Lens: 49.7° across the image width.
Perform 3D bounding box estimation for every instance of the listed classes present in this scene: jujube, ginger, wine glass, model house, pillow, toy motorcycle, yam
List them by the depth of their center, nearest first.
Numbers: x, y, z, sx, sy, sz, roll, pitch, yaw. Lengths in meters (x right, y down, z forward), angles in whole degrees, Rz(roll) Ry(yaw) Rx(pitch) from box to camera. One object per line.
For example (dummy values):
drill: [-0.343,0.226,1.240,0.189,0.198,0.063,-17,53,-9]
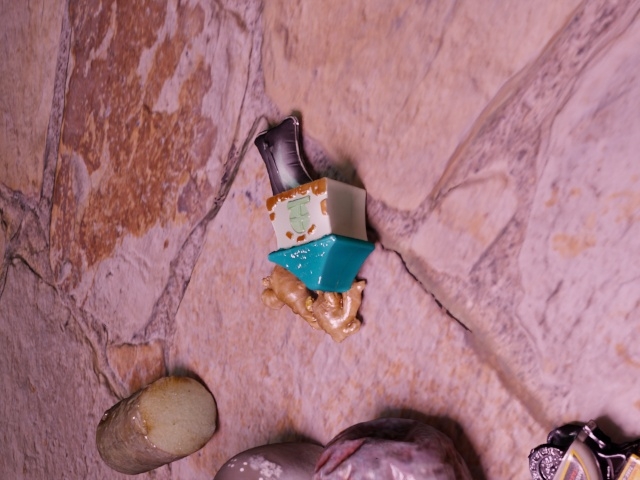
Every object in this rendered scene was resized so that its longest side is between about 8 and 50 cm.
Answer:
toy motorcycle: [0.301,0.329,0.806,0.157,0.091,0.263,29,118,33]
jujube: [0.110,0.400,0.912,0.226,0.226,0.317,-20,81,44]
model house: [0.000,0.000,0.993,0.127,0.100,0.149,-17,74,37]
wine glass: [-0.107,0.447,1.056,0.238,0.323,0.238,10,104,44]
pillow: [-0.054,-0.120,1.083,0.091,0.055,0.135,-20,86,12]
ginger: [-0.014,0.092,1.085,0.193,0.052,0.176,-51,58,36]
yam: [-0.337,0.373,1.380,0.268,0.161,0.161,-33,75,45]
